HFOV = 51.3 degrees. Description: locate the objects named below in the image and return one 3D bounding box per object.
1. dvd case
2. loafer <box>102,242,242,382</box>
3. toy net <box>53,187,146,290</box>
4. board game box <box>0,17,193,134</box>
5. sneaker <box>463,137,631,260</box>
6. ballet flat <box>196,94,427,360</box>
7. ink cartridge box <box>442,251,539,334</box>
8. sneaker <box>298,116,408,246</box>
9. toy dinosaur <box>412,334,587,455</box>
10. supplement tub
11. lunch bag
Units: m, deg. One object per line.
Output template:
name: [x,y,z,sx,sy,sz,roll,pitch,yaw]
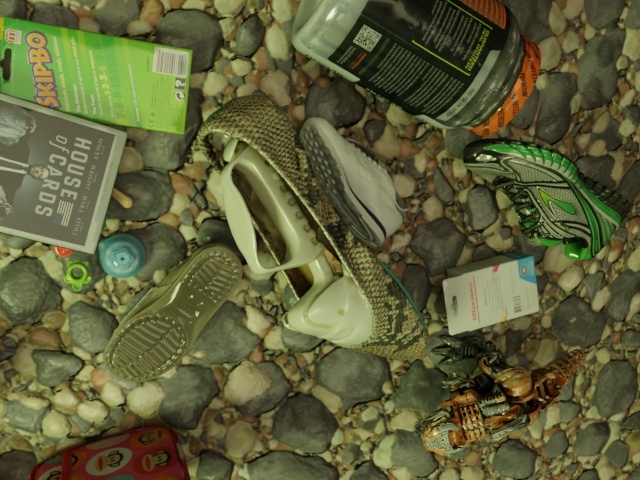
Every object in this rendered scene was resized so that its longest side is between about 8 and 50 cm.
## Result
dvd case: [-0.398,-0.095,0.888,0.238,0.029,0.179,15,88,-20]
loafer: [-0.215,0.106,0.999,0.268,0.092,0.102,-43,104,9]
toy net: [-0.331,-0.051,0.962,0.122,0.045,0.232,-11,100,-14]
board game box: [-0.318,-0.229,0.942,0.259,0.039,0.124,5,96,-21]
sneaker: [0.381,-0.069,1.140,0.343,0.134,0.146,27,90,-20]
ballet flat: [-0.028,0.018,0.974,0.483,0.164,0.182,57,42,-8]
ink cartridge box: [0.287,0.091,1.170,0.181,0.061,0.104,-13,101,-16]
sneaker: [0.053,-0.104,1.064,0.095,0.090,0.235,-42,112,-21]
toy dinosaur: [0.301,0.264,1.119,0.321,0.218,0.164,1,97,-18]
supplement tub: [0.145,-0.301,0.990,0.338,0.207,0.207,25,90,-19]
lunch bag: [-0.300,0.384,0.906,0.258,0.293,0.120,-12,106,-16]
